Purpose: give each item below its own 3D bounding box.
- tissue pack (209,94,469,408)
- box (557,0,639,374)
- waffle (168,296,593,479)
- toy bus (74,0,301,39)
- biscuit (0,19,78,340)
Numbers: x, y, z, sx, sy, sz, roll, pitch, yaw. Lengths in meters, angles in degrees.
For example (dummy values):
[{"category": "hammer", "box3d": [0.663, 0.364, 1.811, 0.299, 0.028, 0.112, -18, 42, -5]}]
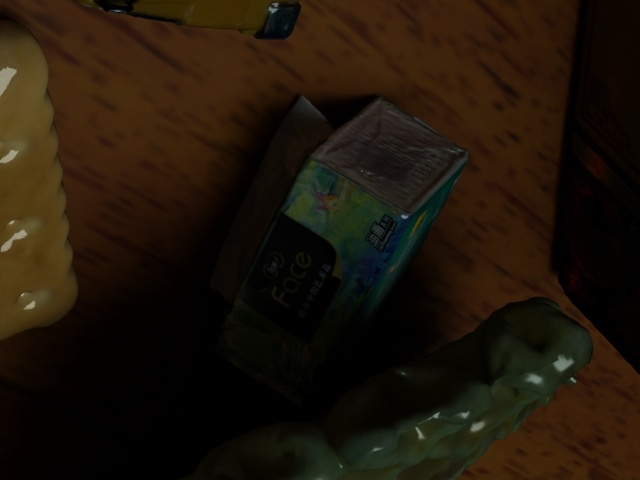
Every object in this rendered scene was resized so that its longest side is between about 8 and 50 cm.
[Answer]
[{"category": "tissue pack", "box3d": [0.000, -0.001, 0.794, 0.111, 0.079, 0.085, -63, 171, 30]}, {"category": "box", "box3d": [0.229, -0.061, 0.769, 0.116, 0.264, 0.415, -23, 137, -20]}, {"category": "waffle", "box3d": [-0.014, 0.119, 0.830, 0.292, 0.056, 0.309, -25, 169, -14]}, {"category": "toy bus", "box3d": [-0.037, -0.168, 0.574, 0.114, 0.098, 0.201, -4, 130, -36]}, {"category": "biscuit", "box3d": [-0.210, 0.018, 0.672, 0.250, 0.030, 0.160, -22, 139, -21]}]
